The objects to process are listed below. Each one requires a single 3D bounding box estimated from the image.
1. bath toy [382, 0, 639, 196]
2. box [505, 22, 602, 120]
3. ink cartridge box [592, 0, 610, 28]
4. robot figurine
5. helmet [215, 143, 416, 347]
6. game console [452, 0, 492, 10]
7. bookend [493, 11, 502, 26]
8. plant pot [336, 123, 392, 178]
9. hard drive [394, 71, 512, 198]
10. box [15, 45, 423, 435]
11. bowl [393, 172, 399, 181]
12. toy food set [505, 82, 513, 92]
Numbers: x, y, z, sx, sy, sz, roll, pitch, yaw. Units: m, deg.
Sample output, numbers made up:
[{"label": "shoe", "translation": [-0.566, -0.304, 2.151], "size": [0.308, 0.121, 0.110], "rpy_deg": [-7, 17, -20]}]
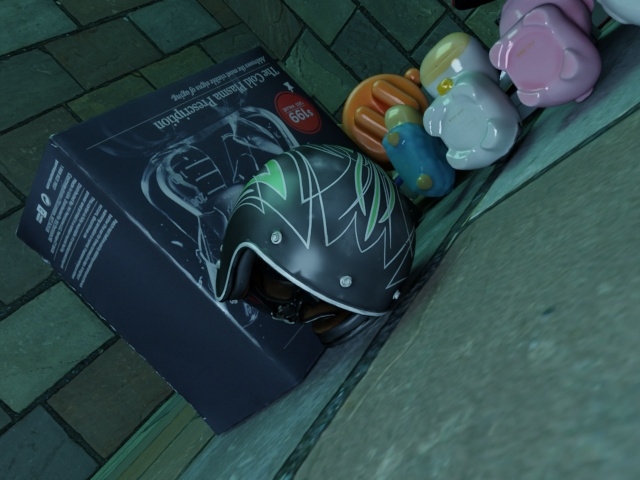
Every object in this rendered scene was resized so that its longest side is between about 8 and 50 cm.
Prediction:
[{"label": "bath toy", "translation": [0.209, -0.179, 0.550], "size": [0.129, 0.151, 0.348], "rpy_deg": [-16, -13, -41]}, {"label": "box", "translation": [0.306, -0.224, 0.784], "size": [0.145, 0.038, 0.186], "rpy_deg": [-44, 2, 44]}, {"label": "ink cartridge box", "translation": [0.455, -0.395, 0.954], "size": [0.109, 0.063, 0.150], "rpy_deg": [-45, 2, 15]}, {"label": "robot figurine", "translation": [0.096, -0.169, 0.849], "size": [0.128, 0.158, 0.219], "rpy_deg": [-5, 0, 6]}, {"label": "helmet", "translation": [0.000, 0.000, 0.476], "size": [0.161, 0.169, 0.169], "rpy_deg": [-46, 0, 43]}, {"label": "game console", "translation": [0.303, -0.333, 0.583], "size": [0.342, 0.060, 0.386], "rpy_deg": [-12, 12, 16]}, {"label": "bookend", "translation": [0.397, -0.435, 1.005], "size": [0.156, 0.072, 0.157], "rpy_deg": [-48, -1, 34]}, {"label": "plant pot", "translation": [-0.011, -0.061, 1.005], "size": [0.243, 0.275, 0.275], "rpy_deg": [-30, 9, 34]}, {"label": "hard drive", "translation": [0.230, -0.208, 0.784], "size": [0.318, 0.040, 0.210], "rpy_deg": [-53, -5, 24]}, {"label": "box", "translation": [-0.093, -0.021, 0.672], "size": [0.179, 0.312, 0.343], "rpy_deg": [-42, 3, 43]}, {"label": "bowl", "translation": [0.211, -0.157, 1.157], "size": [0.142, 0.053, 0.142], "rpy_deg": [-41, 3, 46]}, {"label": "toy food set", "translation": [0.385, -0.317, 1.039], "size": [0.132, 0.038, 0.192], "rpy_deg": [-48, 2, 7]}]
